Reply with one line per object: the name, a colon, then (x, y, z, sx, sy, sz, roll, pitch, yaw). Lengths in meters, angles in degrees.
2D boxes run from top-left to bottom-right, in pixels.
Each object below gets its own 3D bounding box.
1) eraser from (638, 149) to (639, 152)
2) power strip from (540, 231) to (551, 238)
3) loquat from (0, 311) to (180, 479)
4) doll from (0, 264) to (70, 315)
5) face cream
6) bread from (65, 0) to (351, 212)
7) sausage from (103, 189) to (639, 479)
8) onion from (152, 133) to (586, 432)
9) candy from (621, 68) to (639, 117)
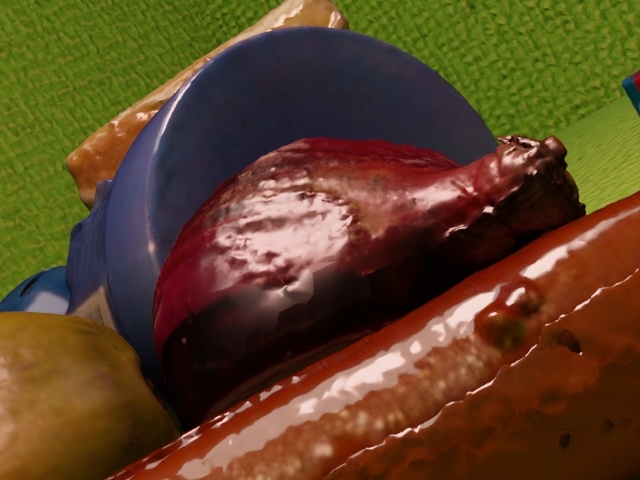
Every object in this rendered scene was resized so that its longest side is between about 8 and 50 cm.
eraser: (0.309, -0.070, 0.932, 0.092, 0.046, 0.212, -31, 2, 11)
power strip: (0.198, -0.002, 1.197, 0.038, 0.029, 0.111, -32, 1, -31)
loquat: (-0.187, 0.148, 0.614, 0.246, 0.213, 0.213, -24, 0, -14)
doll: (-0.256, 0.162, 1.189, 0.310, 0.240, 0.284, -36, 14, 25)
face cream: (-0.028, 0.020, 0.752, 0.249, 0.249, 0.225, -32, 0, -32)
bread: (-0.053, -0.052, 1.440, 0.390, 0.371, 0.279, -35, 5, 6)
sausage: (0.040, 0.076, 0.433, 0.330, 0.102, 0.102, -30, 1, 5)
onion: (0.032, 0.012, 0.529, 0.195, 0.139, 0.218, 13, -45, -28)
candy: (0.422, -0.173, 1.125, 0.157, 0.100, 0.306, -32, 0, -4)
